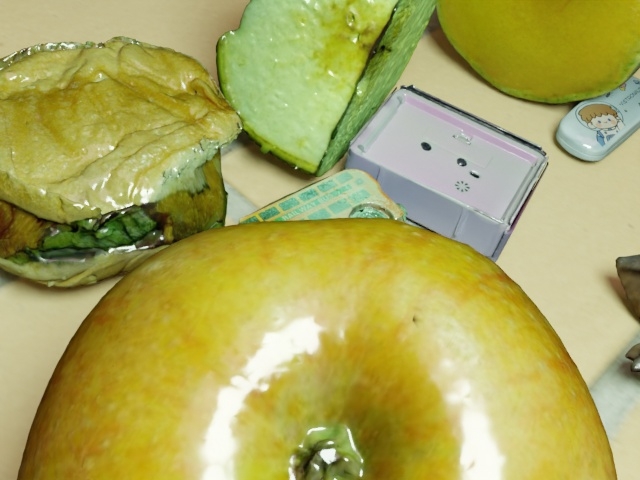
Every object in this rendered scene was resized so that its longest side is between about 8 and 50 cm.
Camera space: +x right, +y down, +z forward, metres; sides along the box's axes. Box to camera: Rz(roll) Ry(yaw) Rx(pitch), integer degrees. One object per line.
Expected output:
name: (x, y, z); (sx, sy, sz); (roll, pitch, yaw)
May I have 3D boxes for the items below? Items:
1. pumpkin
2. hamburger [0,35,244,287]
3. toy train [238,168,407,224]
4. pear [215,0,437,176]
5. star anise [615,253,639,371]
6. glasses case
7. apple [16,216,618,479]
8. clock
pumpkin: (0.290, -0.314, 1.094); (0.332, 0.332, 0.199); (27, 64, 11)
hamburger: (-0.224, -0.079, 0.893); (0.285, 0.134, 0.265); (-12, 47, -28)
toy train: (0.000, 0.000, 0.913); (0.188, 0.072, 0.099); (-28, 55, -30)
pear: (0.019, -0.238, 1.007); (0.159, 0.292, 0.292); (32, 51, 10)
star anise: (0.445, 0.091, 0.904); (0.316, 0.108, 0.315); (1, 47, -1)
glasses case: (0.359, -0.154, 1.134); (0.067, 0.045, 0.178); (39, 54, 21)
apple: (-0.001, 0.163, 0.599); (0.401, 0.333, 0.400); (6, 48, -7)
clock: (0.137, -0.075, 1.001); (0.193, 0.073, 0.144); (28, 51, 12)
